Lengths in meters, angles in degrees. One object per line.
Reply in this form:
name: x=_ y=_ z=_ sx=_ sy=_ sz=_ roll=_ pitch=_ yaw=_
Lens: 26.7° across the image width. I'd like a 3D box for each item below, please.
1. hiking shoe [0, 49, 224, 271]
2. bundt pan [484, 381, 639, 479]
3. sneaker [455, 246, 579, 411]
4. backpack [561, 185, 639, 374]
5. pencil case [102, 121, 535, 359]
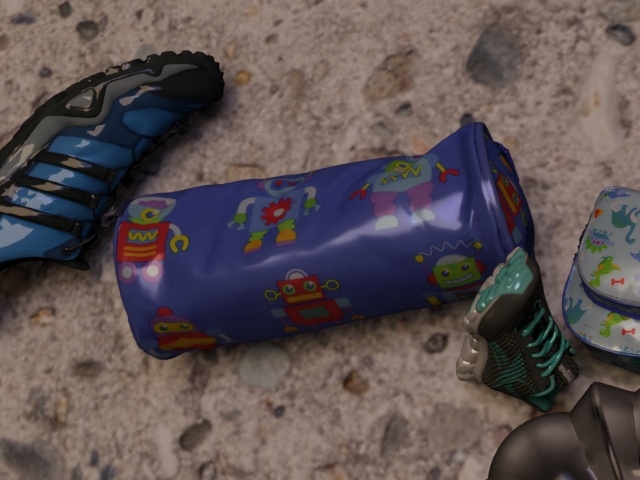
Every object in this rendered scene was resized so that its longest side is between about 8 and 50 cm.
hiking shoe: x=-0.200 y=-0.044 z=1.095 sx=0.304 sy=0.113 sz=0.132 roll=-29 pitch=90 yaw=2
bundt pan: x=0.207 y=0.224 z=0.783 sx=0.331 sy=0.124 sz=0.330 roll=-8 pitch=66 yaw=18
sneaker: x=0.135 y=0.062 z=0.867 sx=0.076 sy=0.166 sz=0.065 roll=32 pitch=72 yaw=17
backpack: x=0.213 y=0.026 z=0.887 sx=0.105 sy=0.084 sz=0.114 roll=16 pitch=78 yaw=30
pencil case: x=0.000 y=0.000 z=0.967 sx=0.306 sy=0.119 sz=0.133 roll=-12 pitch=43 yaw=18
